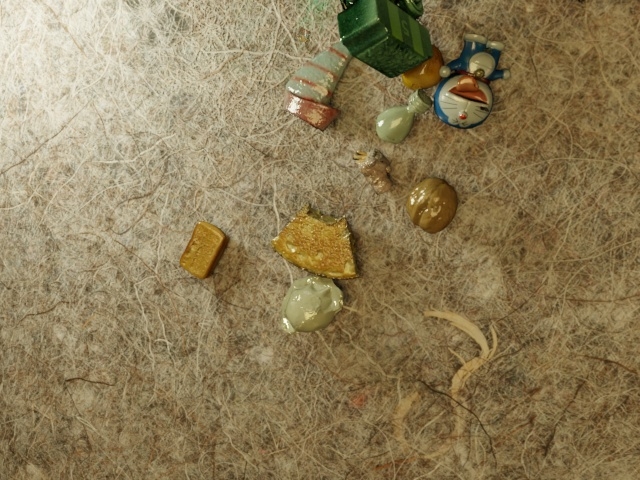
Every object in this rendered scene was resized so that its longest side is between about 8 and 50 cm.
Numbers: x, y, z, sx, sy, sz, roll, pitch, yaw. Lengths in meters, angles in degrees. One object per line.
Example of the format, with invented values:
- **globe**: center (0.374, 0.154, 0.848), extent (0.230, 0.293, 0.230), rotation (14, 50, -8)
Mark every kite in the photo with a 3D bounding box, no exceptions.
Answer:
- **kite**: center (-0.043, -0.615, 1.864), extent (0.044, 0.002, 0.078), rotation (-39, 89, 22)

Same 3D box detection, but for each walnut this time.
- **walnut**: center (0.331, -0.107, 1.805), extent (0.167, 0.149, 0.166), rotation (17, 112, 49)

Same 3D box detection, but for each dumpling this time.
- **dumpling**: center (-0.042, 0.205, 2.010), extent (0.258, 0.147, 0.193), rotation (-38, 61, 21)

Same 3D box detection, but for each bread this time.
- **bread**: center (-0.398, 0.032, 2.104), extent (0.116, 0.077, 0.200), rotation (32, 109, 9)

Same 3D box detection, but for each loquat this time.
- **loquat**: center (0.287, -0.492, 1.728), extent (0.113, 0.137, 0.137), rotation (10, 110, -20)

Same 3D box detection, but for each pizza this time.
- **pizza**: center (0.000, 0.000, 1.962), extent (0.324, 0.089, 0.222), rotation (19, 105, 16)

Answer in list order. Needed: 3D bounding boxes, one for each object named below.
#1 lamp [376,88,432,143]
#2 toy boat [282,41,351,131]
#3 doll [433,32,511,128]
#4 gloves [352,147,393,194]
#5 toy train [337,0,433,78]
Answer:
- **lamp**: center (0.240, -0.356, 1.767), extent (0.193, 0.106, 0.106), rotation (-36, 91, 42)
- **toy boat**: center (0.007, -0.489, 1.846), extent (0.206, 0.096, 0.282), rotation (34, 103, 23)
- **doll**: center (0.420, -0.434, 1.683), extent (0.216, 0.161, 0.256), rotation (12, 106, -14)
- **gloves**: center (0.168, -0.212, 1.851), extent (0.094, 0.110, 0.144), rotation (-23, 125, 14)
- **toy train**: center (0.172, -0.570, 1.597), extent (0.167, 0.299, 0.238), rotation (-20, 69, 39)
